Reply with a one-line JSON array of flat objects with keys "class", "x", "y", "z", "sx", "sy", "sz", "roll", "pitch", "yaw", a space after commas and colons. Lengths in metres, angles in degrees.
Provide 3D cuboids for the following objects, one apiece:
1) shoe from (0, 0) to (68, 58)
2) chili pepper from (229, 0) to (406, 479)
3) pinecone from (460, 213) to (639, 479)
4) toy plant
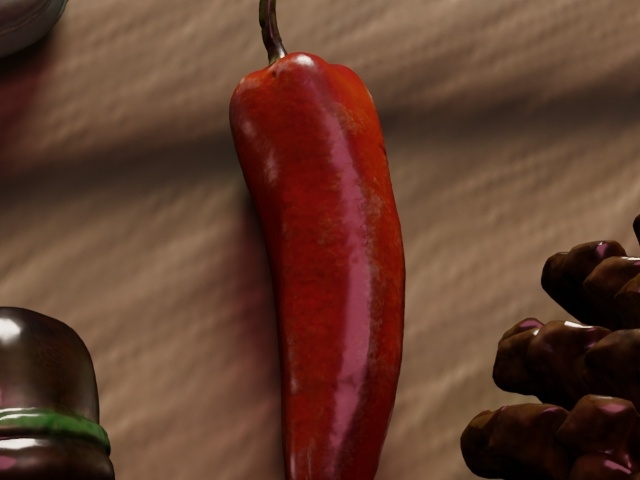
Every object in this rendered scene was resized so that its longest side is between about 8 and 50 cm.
[{"class": "shoe", "x": -0.178, "y": -0.199, "z": 0.693, "sx": 0.103, "sy": 0.100, "sz": 0.251, "roll": -11, "pitch": 63, "yaw": -16}, {"class": "chili pepper", "x": 0.000, "y": 0.000, "z": 0.645, "sx": 0.063, "sy": 0.071, "sz": 0.272, "roll": 17, "pitch": 58, "yaw": -47}, {"class": "pinecone", "x": 0.146, "y": 0.081, "z": 0.568, "sx": 0.185, "sy": 0.169, "sz": 0.212, "roll": 12, "pitch": 63, "yaw": 2}, {"class": "toy plant", "x": -0.118, "y": 0.110, "z": 0.549, "sx": 0.092, "sy": 0.093, "sz": 0.162, "roll": -4, "pitch": 64, "yaw": -12}]
